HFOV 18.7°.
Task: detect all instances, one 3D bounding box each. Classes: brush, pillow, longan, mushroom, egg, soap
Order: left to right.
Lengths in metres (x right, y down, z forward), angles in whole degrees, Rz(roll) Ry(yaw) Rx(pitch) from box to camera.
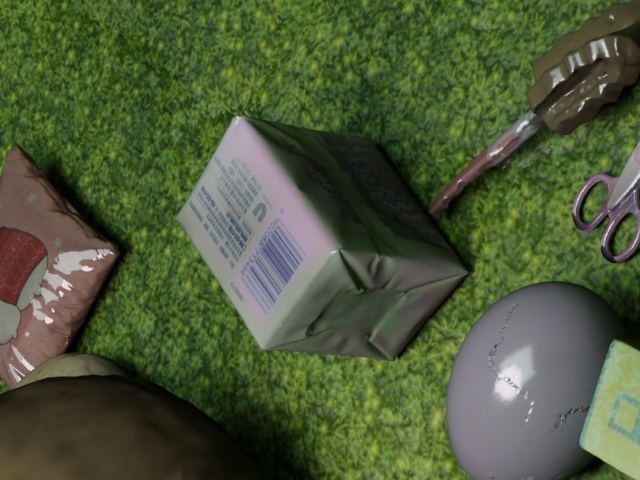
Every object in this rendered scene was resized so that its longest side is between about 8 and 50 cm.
[{"bbox_3d":[-0.330,0.045,2.196,0.223,0.084,0.236,41,115,39],"label":"pillow"},{"bbox_3d":[-0.270,0.197,2.075,0.166,0.166,0.127,-18,113,43],"label":"mushroom"},{"bbox_3d":[-0.220,0.321,1.842,0.391,0.391,0.391,-9,77,45],"label":"longan"},{"bbox_3d":[0.000,0.000,1.794,0.138,0.182,0.199,-56,50,26],"label":"soap"},{"bbox_3d":[0.186,-0.108,1.698,0.071,0.084,0.301,46,133,-3],"label":"brush"},{"bbox_3d":[0.180,0.125,1.614,0.146,0.146,0.199,43,124,41],"label":"egg"}]

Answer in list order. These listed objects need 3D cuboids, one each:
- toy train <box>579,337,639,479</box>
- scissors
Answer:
[{"bbox_3d":[0.353,0.054,1.449,0.253,0.160,0.397,30,106,50],"label":"toy train"},{"bbox_3d":[0.274,-0.067,1.637,0.176,0.022,0.085,-60,43,24],"label":"scissors"}]
